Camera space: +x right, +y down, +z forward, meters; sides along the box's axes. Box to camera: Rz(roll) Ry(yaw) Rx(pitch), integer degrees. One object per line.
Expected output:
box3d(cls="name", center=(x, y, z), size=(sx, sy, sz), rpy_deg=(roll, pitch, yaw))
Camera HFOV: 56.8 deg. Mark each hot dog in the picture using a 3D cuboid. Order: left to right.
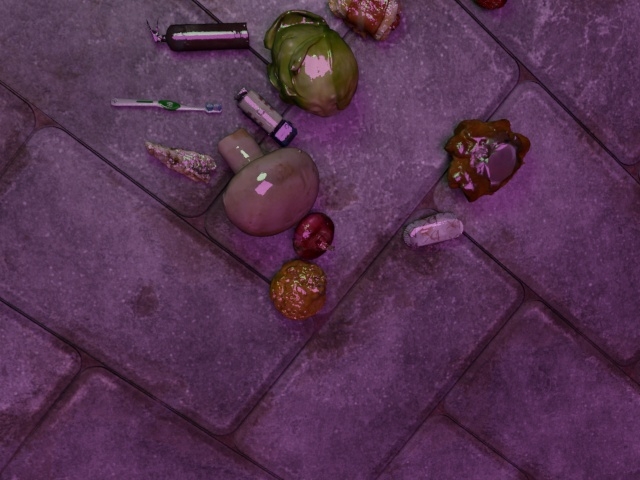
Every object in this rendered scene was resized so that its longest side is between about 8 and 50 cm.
box3d(cls="hot dog", center=(0.126, -0.654, 1.654), size=(0.213, 0.103, 0.146), rpy_deg=(32, 116, -5))
box3d(cls="hot dog", center=(0.350, -0.030, 1.838), size=(0.192, 0.053, 0.099), rpy_deg=(-17, 102, -3))

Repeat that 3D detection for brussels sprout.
box3d(cls="brussels sprout", center=(-0.027, -0.464, 1.582), size=(0.227, 0.259, 0.294), rpy_deg=(-32, 129, 6))

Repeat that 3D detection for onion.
box3d(cls="onion", center=(0.000, 0.000, 1.722), size=(0.150, 0.140, 0.150), rpy_deg=(-31, 135, -37))

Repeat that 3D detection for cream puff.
box3d(cls="cream puff", center=(-0.058, 0.151, 1.765), size=(0.188, 0.129, 0.189), rpy_deg=(-3, 105, -9))
box3d(cls="cream puff", center=(0.494, -0.252, 1.765), size=(0.268, 0.155, 0.241), rpy_deg=(-19, 103, -4))

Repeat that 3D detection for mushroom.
box3d(cls="mushroom", center=(-0.164, -0.165, 1.649), size=(0.292, 0.292, 0.290), rpy_deg=(-40, 68, 0))

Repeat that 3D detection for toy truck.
box3d(cls="toy truck", center=(-0.153, -0.351, 1.668), size=(0.201, 0.088, 0.074), rpy_deg=(41, 91, -15))

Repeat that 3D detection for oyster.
box3d(cls="oyster", center=(-0.394, -0.218, 1.668), size=(0.199, 0.061, 0.106), rpy_deg=(4, 102, -10))

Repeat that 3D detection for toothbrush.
box3d(cls="toothbrush", center=(-0.429, -0.375, 1.650), size=(0.303, 0.030, 0.030), rpy_deg=(1, 101, -8))

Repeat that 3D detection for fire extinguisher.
box3d(cls="fire extinguisher", center=(-0.330, -0.561, 1.604), size=(0.267, 0.072, 0.089), rpy_deg=(-5, 109, -9))

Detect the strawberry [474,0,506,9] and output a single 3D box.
box3d(cls="strawberry", center=(0.489, -0.712, 1.707), size=(0.106, 0.106, 0.106), rpy_deg=(-2, 101, -9))
